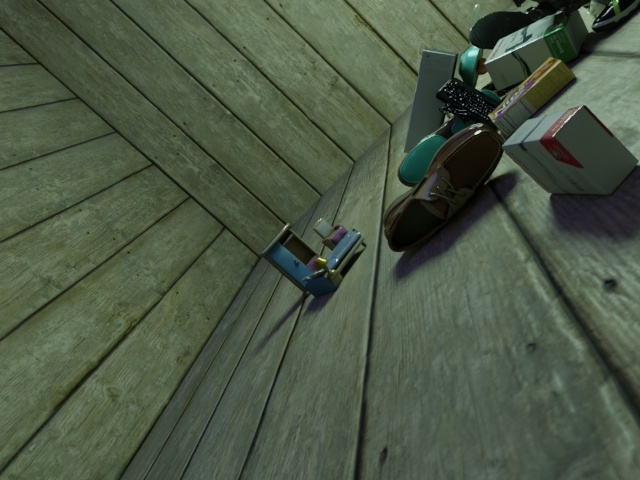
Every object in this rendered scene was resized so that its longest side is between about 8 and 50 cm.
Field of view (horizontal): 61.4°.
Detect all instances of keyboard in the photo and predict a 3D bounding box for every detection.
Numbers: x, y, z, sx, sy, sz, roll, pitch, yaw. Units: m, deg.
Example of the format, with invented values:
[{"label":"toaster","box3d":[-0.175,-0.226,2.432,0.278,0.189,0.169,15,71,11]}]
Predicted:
[{"label":"keyboard","box3d":[0.380,-0.344,1.367,0.100,0.192,0.038,-49,-26,-2]}]

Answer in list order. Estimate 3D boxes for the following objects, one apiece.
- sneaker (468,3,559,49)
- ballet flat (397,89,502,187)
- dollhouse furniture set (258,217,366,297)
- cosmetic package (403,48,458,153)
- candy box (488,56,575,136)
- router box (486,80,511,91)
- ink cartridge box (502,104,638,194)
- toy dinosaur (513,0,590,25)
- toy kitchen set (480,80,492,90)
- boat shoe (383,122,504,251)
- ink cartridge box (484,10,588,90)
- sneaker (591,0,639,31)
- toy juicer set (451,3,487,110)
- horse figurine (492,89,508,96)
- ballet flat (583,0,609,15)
[{"label":"sneaker","box3d":[0.574,-0.603,1.602,0.331,0.122,0.146,-18,-15,-15]},{"label":"ballet flat","box3d":[0.343,-0.258,1.442,0.342,0.116,0.124,-47,-12,-1]},{"label":"dollhouse furniture set","box3d":[0.000,0.000,1.616,0.286,0.198,0.303,-52,10,-24]},{"label":"cosmetic package","box3d":[0.343,-0.431,1.651,0.377,0.098,0.284,-53,-25,-65]},{"label":"candy box","box3d":[0.475,-0.327,1.230,0.187,0.053,0.109,-43,10,23]},{"label":"router box","box3d":[0.576,-0.501,1.552,0.133,0.046,0.179,-49,9,-17]},{"label":"ink cartridge box","box3d":[0.340,-0.121,0.752,0.063,0.109,0.150,-49,8,1]},{"label":"toy dinosaur","box3d":[0.562,-0.581,1.274,0.160,0.120,0.314,-31,21,-27]},{"label":"toy kitchen set","box3d":[0.544,-0.514,1.693,0.083,0.068,0.075,-51,9,-23]},{"label":"boat shoe","box3d":[0.248,-0.088,1.102,0.324,0.123,0.119,-52,10,34]},{"label":"ink cartridge box","box3d":[0.535,-0.479,1.346,0.209,0.086,0.153,-16,30,46]},{"label":"sneaker","box3d":[0.672,-0.562,1.165,0.235,0.097,0.084,-44,8,21]},{"label":"toy juicer set","box3d":[0.495,-0.545,1.719,0.209,0.090,0.328,7,-84,-71]},{"label":"horse figurine","box3d":[0.420,-0.345,1.556,0.263,0.066,0.174,-47,0,25]},{"label":"ballet flat","box3d":[0.701,-0.596,1.348,0.213,0.072,0.068,-61,-12,-60]}]
